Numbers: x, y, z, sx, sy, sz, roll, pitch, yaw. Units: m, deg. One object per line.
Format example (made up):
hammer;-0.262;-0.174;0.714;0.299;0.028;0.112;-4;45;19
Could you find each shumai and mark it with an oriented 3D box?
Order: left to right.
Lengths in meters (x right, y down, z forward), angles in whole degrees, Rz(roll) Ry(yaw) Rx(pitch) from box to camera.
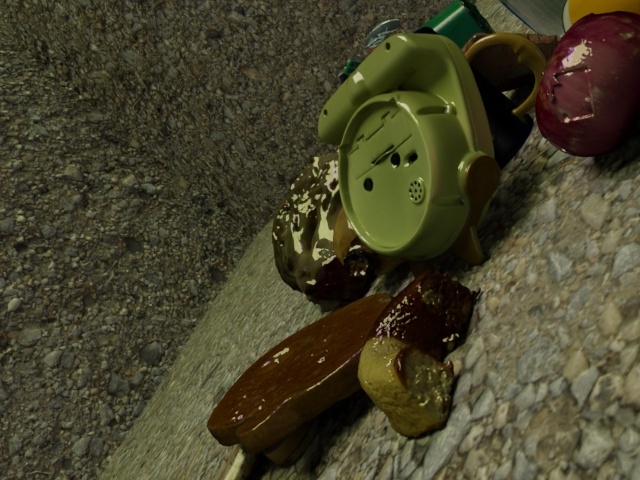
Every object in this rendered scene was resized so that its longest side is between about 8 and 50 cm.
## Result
shumai;-0.001;0.001;1.370;0.346;0.217;0.283;-57;8;29

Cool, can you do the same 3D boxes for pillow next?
pillow;0.342;-0.336;1.253;0.223;0.235;0.084;150;113;-69

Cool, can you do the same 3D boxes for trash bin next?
trash bin;0.267;-0.442;1.687;0.381;0.295;0.259;-39;14;25

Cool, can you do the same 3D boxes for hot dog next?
hot dog;-0.129;0.370;1.084;0.191;0.059;0.108;-59;5;-21

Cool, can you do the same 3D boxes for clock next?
clock;0.132;-0.106;0.988;0.117;0.349;0.286;-7;-17;-31

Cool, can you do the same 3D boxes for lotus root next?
lotus root;0.113;-0.034;1.201;0.160;0.146;0.284;-16;31;38

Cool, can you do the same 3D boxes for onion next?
onion;0.338;-0.184;0.782;0.177;0.153;0.177;-60;4;8

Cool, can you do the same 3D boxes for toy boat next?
toy boat;0.147;-0.514;1.668;0.105;0.034;0.149;-9;44;50

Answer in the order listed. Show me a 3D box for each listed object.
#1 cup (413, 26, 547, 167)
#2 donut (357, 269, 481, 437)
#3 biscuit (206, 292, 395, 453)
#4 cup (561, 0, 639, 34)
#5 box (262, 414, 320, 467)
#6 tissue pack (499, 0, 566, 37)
cup;0.250;-0.266;1.148;0.255;0.256;0.178;-46;11;20
donut;0.107;0.137;0.798;0.141;0.085;0.217;-42;14;38
biscuit;-0.024;0.213;1.010;0.367;0.063;0.314;-30;12;32
cup;0.436;-0.338;0.831;0.196;0.196;0.279;-52;3;-12
box;-0.046;0.301;1.020;0.105;0.037;0.105;-49;10;12
tissue pack;0.475;-0.550;1.360;0.146;0.198;0.263;-46;10;41
